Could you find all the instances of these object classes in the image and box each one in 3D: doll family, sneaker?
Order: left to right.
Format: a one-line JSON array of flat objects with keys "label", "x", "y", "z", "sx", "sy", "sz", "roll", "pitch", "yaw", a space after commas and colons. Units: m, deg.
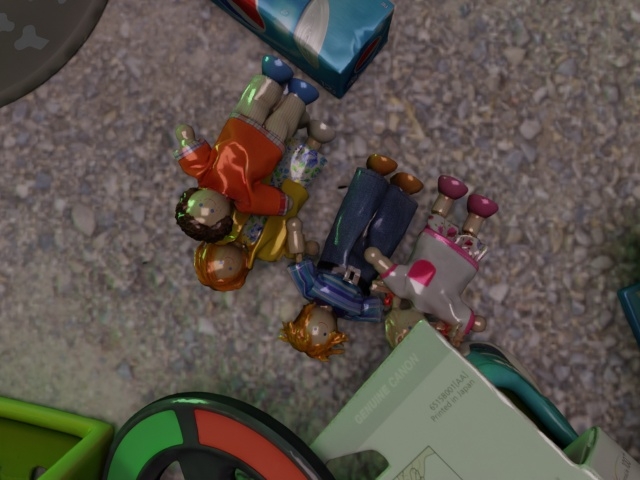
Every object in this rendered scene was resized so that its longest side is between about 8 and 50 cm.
[{"label": "doll family", "x": 0.000, "y": 0.000, "z": 0.489, "sx": 0.263, "sy": 0.118, "sz": 0.163, "roll": 31, "pitch": 76, "yaw": -10}, {"label": "sneaker", "x": 0.171, "y": 0.198, "z": 0.459, "sx": 0.107, "sy": 0.110, "sz": 0.275, "roll": -36, "pitch": 87, "yaw": -2}]

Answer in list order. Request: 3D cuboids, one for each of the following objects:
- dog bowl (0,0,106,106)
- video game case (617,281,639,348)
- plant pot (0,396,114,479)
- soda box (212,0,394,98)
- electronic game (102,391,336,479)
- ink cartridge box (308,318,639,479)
[{"label": "dog bowl", "x": -0.349, "y": -0.275, "z": 0.511, "sx": 0.348, "sy": 0.102, "sz": 0.349, "roll": 0, "pitch": 86, "yaw": 1}, {"label": "video game case", "x": 0.342, "y": 0.067, "z": 0.513, "sx": 0.166, "sy": 0.015, "sz": 0.119, "roll": -21, "pitch": 86, "yaw": 0}, {"label": "plant pot", "x": -0.295, "y": 0.228, "z": 0.415, "sx": 0.227, "sy": 0.228, "sz": 0.207, "roll": 12, "pitch": 93, "yaw": 2}, {"label": "soda box", "x": -0.044, "y": -0.213, "z": 0.517, "sx": 0.210, "sy": 0.067, "sz": 0.071, "roll": 38, "pitch": 87, "yaw": 4}, {"label": "electronic game", "x": -0.068, "y": 0.218, "z": 0.451, "sx": 0.229, "sy": 0.048, "sz": 0.229, "roll": 6, "pitch": 103, "yaw": 27}, {"label": "ink cartridge box", "x": 0.088, "y": 0.216, "z": 0.422, "sx": 0.239, "sy": 0.060, "sz": 0.275, "roll": 45, "pitch": 120, "yaw": 17}]
